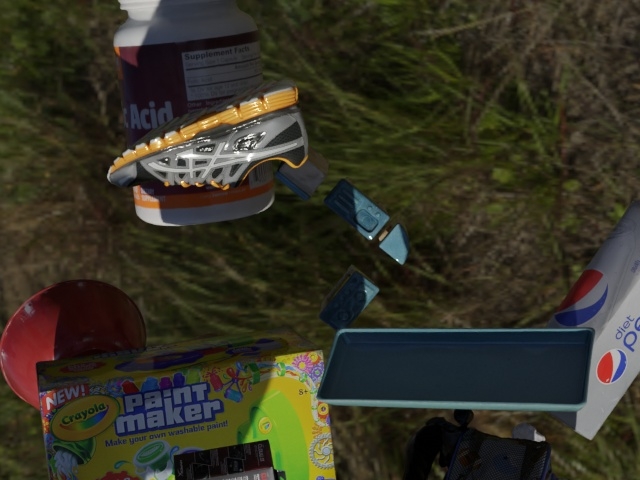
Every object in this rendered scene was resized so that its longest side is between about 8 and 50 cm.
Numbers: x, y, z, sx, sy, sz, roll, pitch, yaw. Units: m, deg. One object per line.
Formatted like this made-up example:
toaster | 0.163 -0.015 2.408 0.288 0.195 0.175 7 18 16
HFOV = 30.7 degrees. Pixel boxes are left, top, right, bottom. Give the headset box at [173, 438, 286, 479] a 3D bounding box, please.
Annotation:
headset box | -0.068 0.191 0.903 0.032 0.083 0.062 -102 6 -52

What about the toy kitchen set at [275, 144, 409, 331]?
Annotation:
toy kitchen set | 0.000 0.000 1.520 0.207 0.122 0.166 38 101 -6

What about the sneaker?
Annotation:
sneaker | -0.110 -0.084 1.136 0.215 0.084 0.083 -17 109 20

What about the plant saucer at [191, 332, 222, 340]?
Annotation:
plant saucer | -0.164 0.173 1.673 0.083 0.015 0.083 -4 76 17

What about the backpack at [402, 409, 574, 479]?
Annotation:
backpack | 0.177 0.360 1.201 0.213 0.263 0.276 8 128 26

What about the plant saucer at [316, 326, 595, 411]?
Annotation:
plant saucer | 0.094 0.091 0.819 0.192 0.018 0.067 -1 46 22

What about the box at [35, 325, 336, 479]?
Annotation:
box | -0.143 0.257 1.256 0.177 0.290 0.279 -164 67 -75

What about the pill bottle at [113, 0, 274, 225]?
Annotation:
pill bottle | -0.200 -0.235 1.810 0.224 0.224 0.392 7 108 45

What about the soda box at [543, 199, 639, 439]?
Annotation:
soda box | 0.364 0.097 1.454 0.286 0.098 0.091 -55 32 0

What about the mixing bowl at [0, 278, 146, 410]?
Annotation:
mixing bowl | -0.284 0.148 1.398 0.098 0.181 0.181 43 121 57

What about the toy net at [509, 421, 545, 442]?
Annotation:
toy net | 0.267 0.339 1.480 0.045 0.122 0.232 -5 115 45
